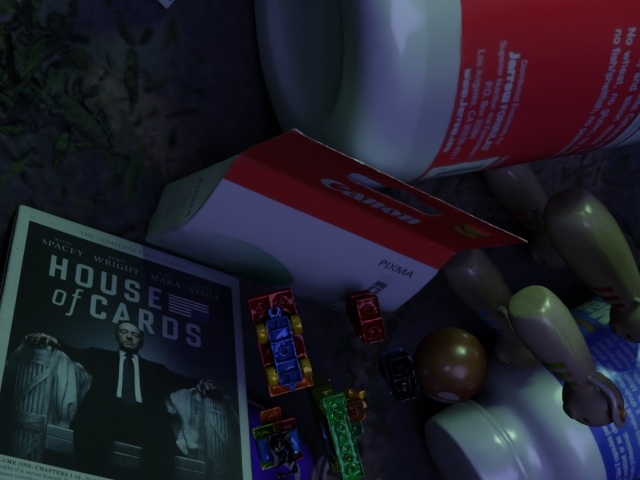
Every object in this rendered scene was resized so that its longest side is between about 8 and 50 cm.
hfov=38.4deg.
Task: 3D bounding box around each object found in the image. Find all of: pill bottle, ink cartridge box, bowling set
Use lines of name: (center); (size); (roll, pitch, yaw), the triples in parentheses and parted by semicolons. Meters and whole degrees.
pill bottle: (0.175, -0.175, 0.658); (0.407, 0.229, 0.229); (-11, 107, -20)
pill bottle: (0.233, 0.140, 0.801); (0.272, 0.152, 0.152); (-26, 111, -15)
ink cartridge box: (0.000, 0.000, 0.633); (0.181, 0.224, 0.056); (22, 77, -25)
bowling set: (0.169, 0.067, 0.695); (0.200, 0.287, 0.154); (-40, 118, 1)

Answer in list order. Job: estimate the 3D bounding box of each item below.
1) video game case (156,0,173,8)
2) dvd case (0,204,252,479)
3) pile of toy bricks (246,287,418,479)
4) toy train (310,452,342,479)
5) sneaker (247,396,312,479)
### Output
video game case: (-0.092, -0.231, 0.629); (0.122, 0.011, 0.087); (-53, 153, -3)
dvd case: (-0.131, 0.089, 0.607); (0.179, 0.239, 0.029); (20, 127, -25)
pile of toy bricks: (0.006, 0.129, 0.680); (0.118, 0.105, 0.212); (-13, 98, -9)
toy train: (0.050, 0.271, 0.789); (0.143, 0.105, 0.248); (5, 103, -34)
sneaker: (-0.126, 0.161, 0.664); (0.293, 0.146, 0.102); (21, 94, -25)
